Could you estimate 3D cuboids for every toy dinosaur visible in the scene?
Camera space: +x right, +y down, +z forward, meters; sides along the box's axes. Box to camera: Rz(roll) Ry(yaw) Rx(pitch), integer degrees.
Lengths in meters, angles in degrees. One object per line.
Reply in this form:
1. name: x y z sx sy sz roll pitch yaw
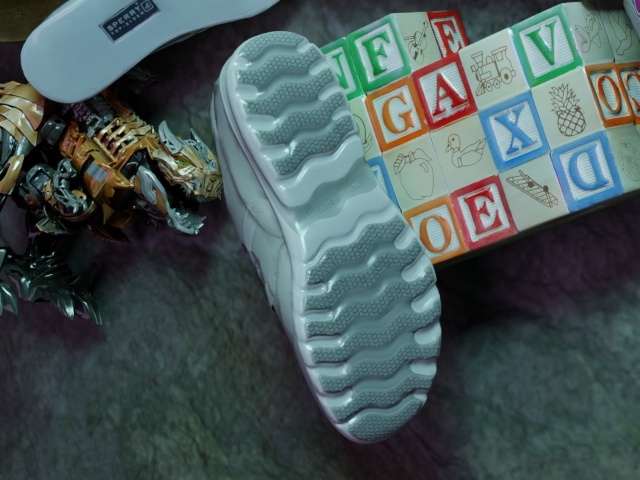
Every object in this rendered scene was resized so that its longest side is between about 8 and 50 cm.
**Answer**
1. toy dinosaur: -0.219 -0.053 1.531 0.322 0.164 0.218 24 98 52

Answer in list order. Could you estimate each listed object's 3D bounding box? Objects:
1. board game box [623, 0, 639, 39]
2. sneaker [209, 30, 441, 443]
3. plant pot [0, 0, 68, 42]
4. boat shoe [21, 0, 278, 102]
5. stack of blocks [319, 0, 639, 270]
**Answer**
1. board game box: 0.237 -0.196 0.981 0.086 0.308 0.302 -4 123 -2
2. sneaker: 0.000 0.000 1.276 0.115 0.105 0.281 -18 88 68
3. plant pot: -0.246 -0.311 1.461 0.215 0.215 0.230 -46 55 34
4. boat shoe: -0.114 -0.197 1.426 0.258 0.084 0.095 -23 112 16
5. stack of blocks: 0.082 -0.072 1.297 0.297 0.087 0.171 -22 84 38
